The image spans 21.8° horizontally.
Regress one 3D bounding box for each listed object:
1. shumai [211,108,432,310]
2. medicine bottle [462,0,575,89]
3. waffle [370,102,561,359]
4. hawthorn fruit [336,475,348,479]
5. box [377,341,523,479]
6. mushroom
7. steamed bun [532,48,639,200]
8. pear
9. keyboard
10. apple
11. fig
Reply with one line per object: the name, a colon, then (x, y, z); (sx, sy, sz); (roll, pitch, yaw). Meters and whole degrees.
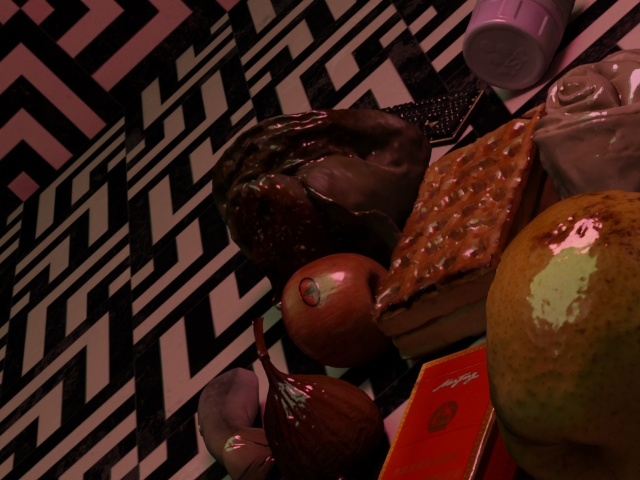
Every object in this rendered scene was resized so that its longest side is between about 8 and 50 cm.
shumai: (0.000, 0.000, 2.252); (0.330, 0.292, 0.288); (-36, 58, 42)
medicine bottle: (0.279, -0.308, 2.338); (0.135, 0.135, 0.168); (-25, 30, 42)
waffle: (0.189, -0.008, 2.016); (0.213, 0.091, 0.308); (-28, 26, 40)
hawthorn fruit: (-0.060, 0.335, 1.674); (0.266, 0.210, 0.230); (-54, 2, -18)
box: (0.143, 0.216, 1.720); (0.153, 0.074, 0.239); (-29, 27, 45)
mushroom: (-0.109, 0.241, 2.119); (0.092, 0.081, 0.223); (-21, 21, 1)
steamed bun: (0.331, -0.142, 1.915); (0.218, 0.144, 0.211); (-45, 20, 0)
pear: (0.257, 0.094, 1.475); (0.271, 0.271, 0.271); (-38, 22, 19)
keyboard: (0.134, -0.176, 2.514); (0.106, 0.027, 0.317); (-55, 22, -22)
apple: (0.031, 0.085, 2.060); (0.131, 0.146, 0.146); (-36, 23, 31)
fig: (-0.022, 0.185, 1.907); (0.146, 0.201, 0.134); (-14, 28, 44)
